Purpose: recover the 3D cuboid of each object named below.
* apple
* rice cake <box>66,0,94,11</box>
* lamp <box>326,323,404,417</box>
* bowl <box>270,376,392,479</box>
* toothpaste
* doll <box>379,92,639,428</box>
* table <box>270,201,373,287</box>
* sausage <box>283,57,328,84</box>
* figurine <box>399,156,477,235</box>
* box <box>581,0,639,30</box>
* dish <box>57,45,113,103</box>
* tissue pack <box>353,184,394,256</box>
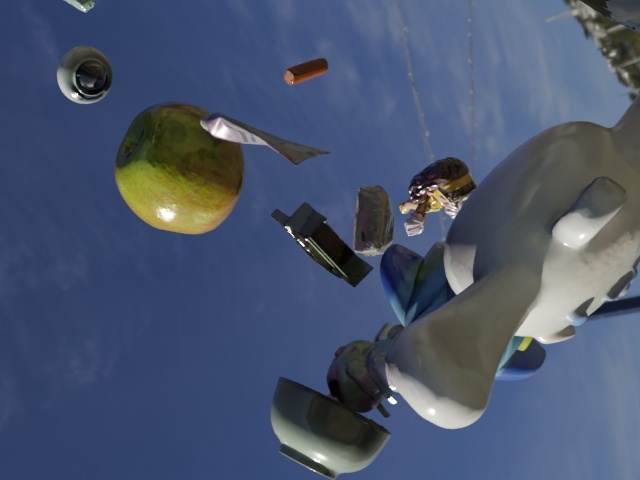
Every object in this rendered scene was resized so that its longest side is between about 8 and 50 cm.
[{"bbox_3d":[-0.368,-0.187,1.766,0.339,0.339,0.340,29,-127,-47],"label":"apple"},{"bbox_3d":[-0.553,-0.536,1.445,0.033,0.207,0.033,-45,-29,-21],"label":"rice cake"},{"bbox_3d":[0.166,0.378,1.894,0.247,0.301,0.247,49,-137,-15],"label":"lamp"},{"bbox_3d":[0.003,0.538,1.882,0.354,0.354,0.185,40,-110,-40],"label":"bowl"},{"bbox_3d":[-0.117,-0.188,1.240,0.075,0.301,0.048,10,-79,-50],"label":"toothpaste"},{"bbox_3d":[0.184,0.029,0.623,0.187,0.376,0.365,64,167,12],"label":"doll"},{"bbox_3d":[0.000,0.000,1.273,0.062,0.175,0.146,-46,-60,-4],"label":"table"},{"bbox_3d":[-0.032,-0.418,1.669,0.131,0.039,0.041,-29,-109,-34],"label":"sausage"},{"bbox_3d":[0.251,-0.099,1.492,0.174,0.240,0.116,-21,-106,-21],"label":"figurine"},{"bbox_3d":[0.360,-0.440,0.544,0.138,0.373,0.420,27,-121,-10],"label":"box"},{"bbox_3d":[-0.556,-0.395,1.650,0.141,0.078,0.141,-22,-56,-37],"label":"dish"},{"bbox_3d":[0.174,-0.056,2.182,0.256,0.123,0.215,25,-111,-80],"label":"tissue pack"}]
